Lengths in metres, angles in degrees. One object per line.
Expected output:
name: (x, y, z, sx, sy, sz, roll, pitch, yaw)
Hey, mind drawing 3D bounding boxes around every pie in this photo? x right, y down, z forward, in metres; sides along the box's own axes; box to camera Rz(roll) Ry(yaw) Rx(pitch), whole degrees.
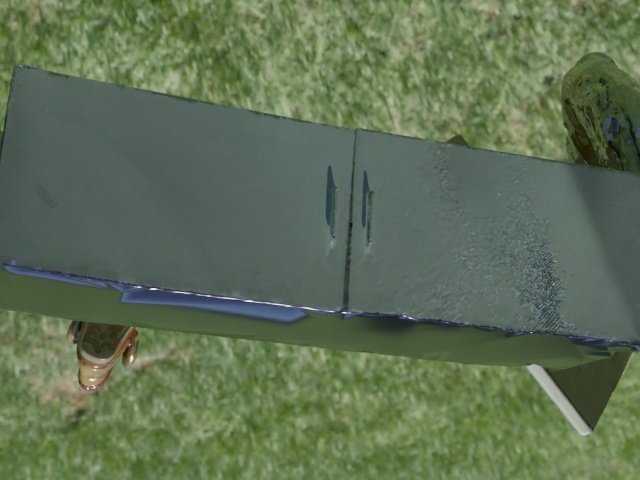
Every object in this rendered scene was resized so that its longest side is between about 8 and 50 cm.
pie: (0.294, -0.037, 1.080, 0.071, 0.306, 0.306, -18, 148, 2)

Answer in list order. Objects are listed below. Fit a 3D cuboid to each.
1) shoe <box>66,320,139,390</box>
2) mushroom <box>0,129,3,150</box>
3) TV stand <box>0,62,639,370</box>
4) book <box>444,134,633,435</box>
shoe: (-0.218, 0.097, 1.155, 0.072, 0.109, 0.069, 11, 127, -15)
mushroom: (-0.356, -0.027, 1.024, 0.164, 0.190, 0.267, -15, 125, 21)
TV stand: (0.000, 0.000, 0.488, 0.269, 0.083, 0.088, 7, 163, -16)
book: (0.201, 0.034, 1.186, 0.021, 0.310, 0.217, -40, 176, 30)
